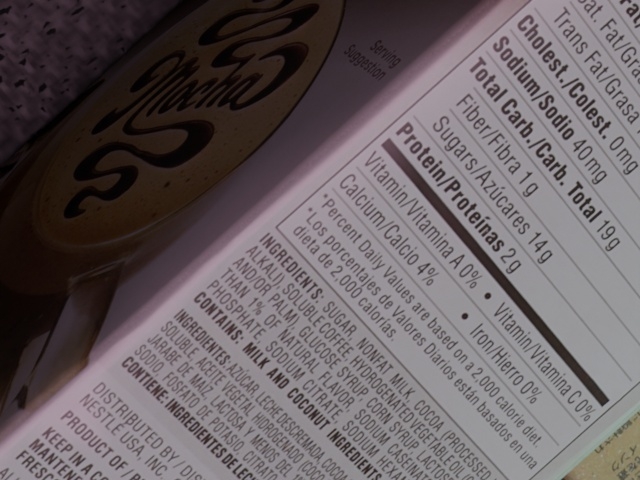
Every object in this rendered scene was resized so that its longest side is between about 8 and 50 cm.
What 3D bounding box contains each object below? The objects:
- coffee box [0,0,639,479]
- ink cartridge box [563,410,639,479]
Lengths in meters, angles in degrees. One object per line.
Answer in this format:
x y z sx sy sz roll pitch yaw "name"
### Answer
0.000 0.000 0.438 0.297 0.168 0.119 -42 116 0 "coffee box"
0.194 0.028 0.550 0.235 0.088 0.193 -43 117 1 "ink cartridge box"
